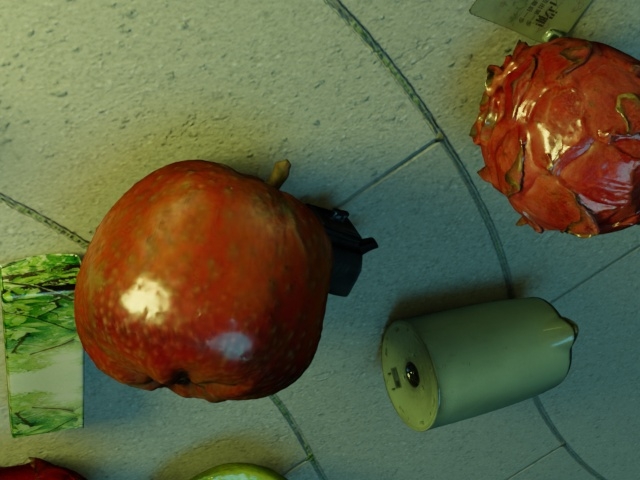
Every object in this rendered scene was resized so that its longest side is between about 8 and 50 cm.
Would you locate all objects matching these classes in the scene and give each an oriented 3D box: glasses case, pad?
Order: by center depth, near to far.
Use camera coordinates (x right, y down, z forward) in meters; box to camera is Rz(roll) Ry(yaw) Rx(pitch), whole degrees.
[{"bbox_3d":[0.294,-0.335,1.241,0.159,0.009,0.265,11,127,-38],"label":"pad"},{"bbox_3d":[-0.333,0.131,1.346,0.095,0.062,0.272,-5,136,-18],"label":"glasses case"}]

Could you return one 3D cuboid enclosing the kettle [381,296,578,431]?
[{"bbox_3d":[0.226,0.179,1.682,0.255,0.165,0.240,-13,169,-25],"label":"kettle"}]

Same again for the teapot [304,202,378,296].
[{"bbox_3d":[0.000,0.000,1.382,0.177,0.087,0.096,15,120,-41],"label":"teapot"}]

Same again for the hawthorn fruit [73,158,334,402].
[{"bbox_3d":[-0.115,0.040,1.213,0.275,0.275,0.299,33,86,-48],"label":"hawthorn fruit"}]

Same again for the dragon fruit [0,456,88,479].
[{"bbox_3d":[-0.384,0.451,1.492,0.296,0.301,0.295,-19,148,-12],"label":"dragon fruit"}]

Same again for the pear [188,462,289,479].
[{"bbox_3d":[-0.152,0.425,1.740,0.288,0.139,0.239,-25,127,3],"label":"pear"}]

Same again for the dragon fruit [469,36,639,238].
[{"bbox_3d":[0.294,-0.121,1.295,0.241,0.252,0.241,-9,101,-54],"label":"dragon fruit"}]
